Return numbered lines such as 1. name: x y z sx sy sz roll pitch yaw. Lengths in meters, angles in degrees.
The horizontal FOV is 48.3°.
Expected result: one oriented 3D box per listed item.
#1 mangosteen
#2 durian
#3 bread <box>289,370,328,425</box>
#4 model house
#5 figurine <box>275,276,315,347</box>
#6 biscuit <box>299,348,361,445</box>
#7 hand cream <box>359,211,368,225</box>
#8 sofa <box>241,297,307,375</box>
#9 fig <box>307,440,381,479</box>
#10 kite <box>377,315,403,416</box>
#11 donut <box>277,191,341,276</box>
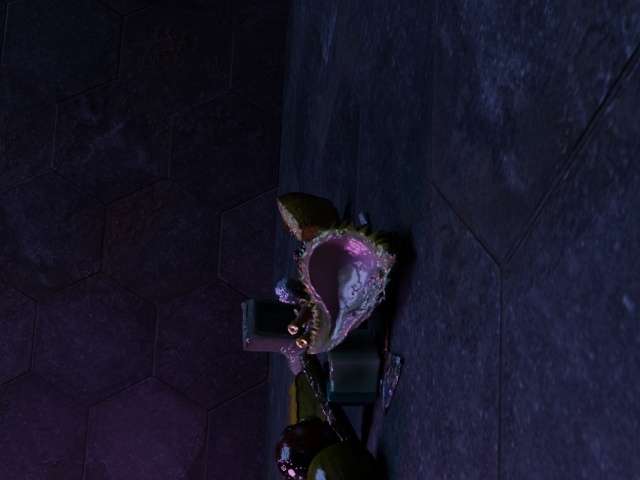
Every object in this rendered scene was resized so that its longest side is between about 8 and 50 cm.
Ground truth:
1. mangosteen: -0.023 0.487 1.671 0.180 0.166 0.166 -83 1 -60
2. durian: 0.062 0.062 1.373 0.196 0.186 0.305 -40 -20 -51
3. bread: -0.032 0.471 1.932 0.094 0.102 0.245 106 164 -44
4. model house: 0.059 0.266 1.424 0.127 0.101 0.148 -100 10 -66
5. figurine: 0.006 0.136 1.522 0.116 0.240 0.174 -9 114 47
6. biscuit: 0.019 0.336 1.471 0.236 0.026 0.131 64 -174 5
7. hand cream: 0.103 -0.029 1.580 0.030 0.019 0.093 106 158 -46
8. sofa: -0.159 0.320 2.406 0.210 0.226 0.176 -101 20 -48
9. fig: 0.059 0.462 1.322 0.186 0.148 0.142 32 108 37
10. kite: 0.121 0.237 1.354 0.232 0.009 0.189 158 115 -80
11. donut: 0.000 0.000 1.853 0.112 0.151 0.294 -121 13 -45
